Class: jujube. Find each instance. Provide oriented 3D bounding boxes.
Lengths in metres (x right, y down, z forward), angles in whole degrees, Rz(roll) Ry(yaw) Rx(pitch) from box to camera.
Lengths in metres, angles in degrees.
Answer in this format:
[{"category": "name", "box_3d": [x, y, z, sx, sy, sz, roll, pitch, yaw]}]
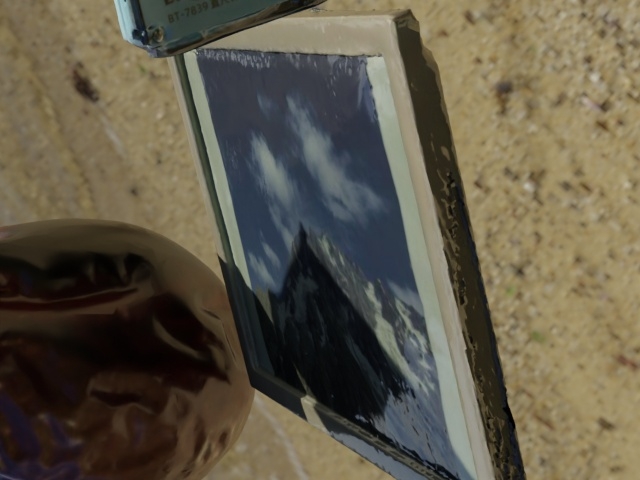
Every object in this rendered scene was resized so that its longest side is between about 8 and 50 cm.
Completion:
[{"category": "jujube", "box_3d": [-0.147, 0.064, 0.768, 0.168, 0.168, 0.236, 1, 168, 46]}]

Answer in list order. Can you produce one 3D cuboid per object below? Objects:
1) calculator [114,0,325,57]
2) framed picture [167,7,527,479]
[{"category": "calculator", "box_3d": [0.026, -0.096, 0.367, 0.018, 0.172, 0.057, 48, 154, 52]}, {"category": "framed picture", "box_3d": [0.000, 0.000, 0.620, 0.281, 0.019, 0.209, 15, 122, 67]}]
